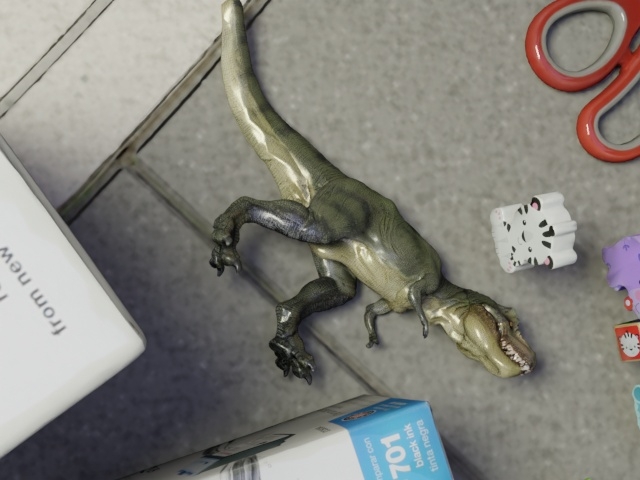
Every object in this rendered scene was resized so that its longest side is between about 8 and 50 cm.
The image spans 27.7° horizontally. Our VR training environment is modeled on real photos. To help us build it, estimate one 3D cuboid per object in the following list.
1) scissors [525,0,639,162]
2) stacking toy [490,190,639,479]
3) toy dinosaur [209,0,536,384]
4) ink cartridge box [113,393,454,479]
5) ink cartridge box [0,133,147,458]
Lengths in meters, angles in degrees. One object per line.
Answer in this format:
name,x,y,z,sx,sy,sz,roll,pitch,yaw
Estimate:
scissors,0.242,-0.178,0.811,0.109,0.021,0.297,43,78,-4
stacking toy,0.196,0.061,0.740,0.167,0.052,0.221,-13,89,-32
toy dinosaur,0.000,0.000,0.723,0.268,0.064,0.118,48,63,-6
ink cartridge box,-0.037,0.146,0.664,0.190,0.139,0.082,-16,88,-13
ink cartridge box,-0.286,0.096,0.540,0.395,0.285,0.166,-36,94,-12
